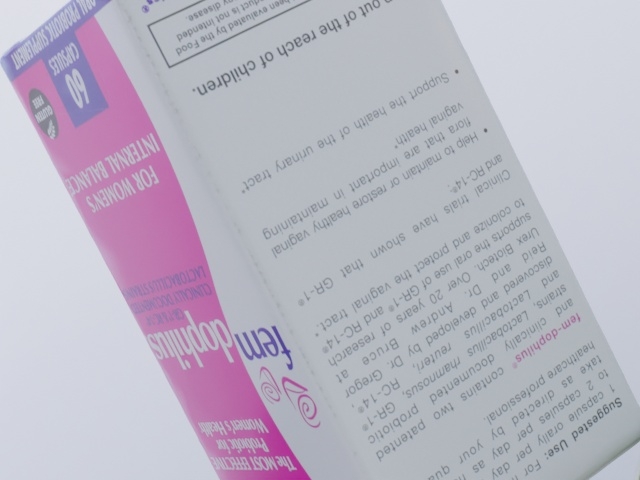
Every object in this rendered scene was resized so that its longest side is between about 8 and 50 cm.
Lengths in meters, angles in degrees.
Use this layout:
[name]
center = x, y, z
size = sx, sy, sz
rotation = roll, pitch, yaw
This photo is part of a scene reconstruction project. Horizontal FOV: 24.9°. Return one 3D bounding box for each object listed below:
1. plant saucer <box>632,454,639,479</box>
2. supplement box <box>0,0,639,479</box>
[plant saucer]
center = 0.182, 0.041, 0.427
size = 0.241, 0.037, 0.241
rotation = -37, 12, 9
[supplement box]
center = 0.000, 0.000, 0.503
size = 0.114, 0.220, 0.111
rotation = -32, 7, -29
